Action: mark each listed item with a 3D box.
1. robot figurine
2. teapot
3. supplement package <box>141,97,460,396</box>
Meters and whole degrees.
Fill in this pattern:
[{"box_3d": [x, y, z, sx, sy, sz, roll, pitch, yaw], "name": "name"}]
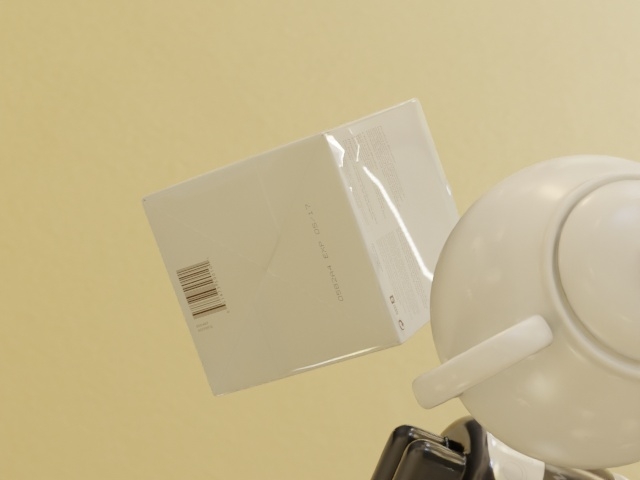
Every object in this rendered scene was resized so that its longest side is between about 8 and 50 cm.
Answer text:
[{"box_3d": [0.180, 0.268, 1.424, 0.173, 0.278, 0.209, -55, 18, 39], "name": "robot figurine"}, {"box_3d": [0.207, 0.041, 1.115, 0.187, 0.253, 0.256, 130, 158, -67], "name": "teapot"}, {"box_3d": [0.000, 0.000, 1.477, 0.198, 0.199, 0.263, -18, 5, 24], "name": "supplement package"}]
